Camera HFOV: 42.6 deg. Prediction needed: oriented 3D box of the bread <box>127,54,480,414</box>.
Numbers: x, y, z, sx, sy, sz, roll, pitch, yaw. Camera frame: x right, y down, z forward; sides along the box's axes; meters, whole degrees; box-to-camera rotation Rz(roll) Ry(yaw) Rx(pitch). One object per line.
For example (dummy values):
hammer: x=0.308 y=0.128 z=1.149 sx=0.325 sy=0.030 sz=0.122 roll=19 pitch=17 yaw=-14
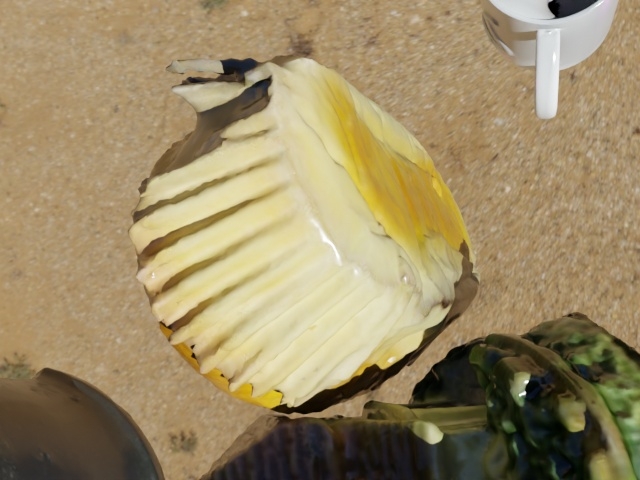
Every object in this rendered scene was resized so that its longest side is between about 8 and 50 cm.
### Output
bread: x=0.003 y=0.012 z=0.639 sx=0.183 sy=0.388 sz=0.236 roll=-24 pitch=69 yaw=19

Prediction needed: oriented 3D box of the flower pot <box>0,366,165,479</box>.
flower pot: x=-0.315 y=0.235 z=0.575 sx=0.379 sy=0.379 sz=0.251 roll=14 pitch=154 yaw=16

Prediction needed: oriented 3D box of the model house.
model house: x=0.057 y=0.189 z=0.563 sx=0.266 sy=0.321 sz=0.261 roll=-2 pitch=81 yaw=-16

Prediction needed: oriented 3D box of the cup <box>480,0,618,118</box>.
cup: x=0.151 y=-0.165 z=0.575 sx=0.099 sy=0.133 sz=0.136 roll=30 pitch=95 yaw=13
